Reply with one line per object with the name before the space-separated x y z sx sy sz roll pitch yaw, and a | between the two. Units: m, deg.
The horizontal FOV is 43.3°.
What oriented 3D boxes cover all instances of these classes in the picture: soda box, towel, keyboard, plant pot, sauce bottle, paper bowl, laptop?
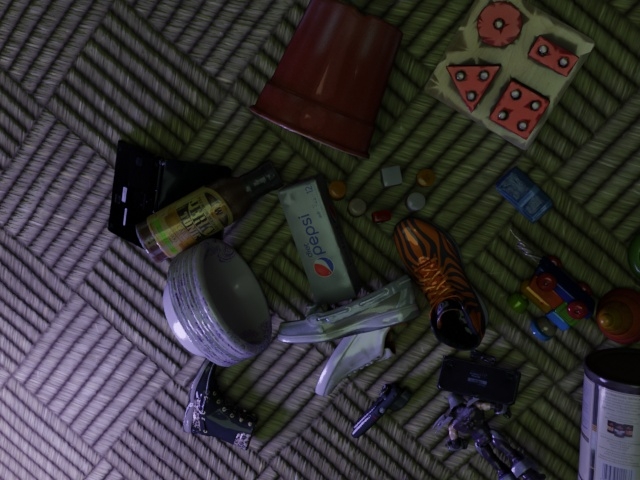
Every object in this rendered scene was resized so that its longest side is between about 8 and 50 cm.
soda box | 0.000 0.000 1.829 0.098 0.091 0.286 -18 100 16
towel | 0.437 -0.098 1.729 0.119 0.029 0.067 44 109 0
keyboard | 0.361 0.304 1.830 0.180 0.023 0.108 10 75 24
plant pot | 0.028 -0.342 1.659 0.272 0.272 0.265 24 100 7
sauce bottle | -0.249 -0.074 1.831 0.344 0.111 0.111 -31 96 2
paper bowl | -0.245 0.149 1.826 0.148 0.284 0.284 -26 97 19
laptop | -0.368 -0.098 1.938 0.264 0.136 0.234 23 110 34

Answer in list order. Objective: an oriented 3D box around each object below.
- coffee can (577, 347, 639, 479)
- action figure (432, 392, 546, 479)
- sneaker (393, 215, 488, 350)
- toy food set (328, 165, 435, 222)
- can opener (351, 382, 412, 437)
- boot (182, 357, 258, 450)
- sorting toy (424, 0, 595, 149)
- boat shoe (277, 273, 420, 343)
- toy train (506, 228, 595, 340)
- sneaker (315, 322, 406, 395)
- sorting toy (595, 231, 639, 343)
coffee can | 0.655 0.392 1.711 0.201 0.201 0.275 2 105 13
action figure | 0.382 0.457 1.853 0.185 0.099 0.285 -45 77 26
sneaker | 0.262 0.096 1.742 0.124 0.180 0.321 -35 94 19
toy food set | 0.137 -0.097 1.786 0.232 0.104 0.111 -12 88 -2
can opener | 0.135 0.408 1.919 0.073 0.059 0.186 43 109 0
boot | -0.234 0.403 1.998 0.178 0.085 0.236 20 114 6
sorting toy | 0.380 -0.353 1.645 0.255 0.089 0.257 31 110 4
boat shoe | 0.055 0.158 1.766 0.320 0.118 0.103 -14 85 17
toy train | 0.456 0.099 1.746 0.248 0.105 0.143 42 123 1
sneaker | 0.097 0.267 1.866 0.123 0.106 0.290 35 108 6
sorting toy | 0.661 0.055 1.643 0.127 0.126 0.366 36 113 32
